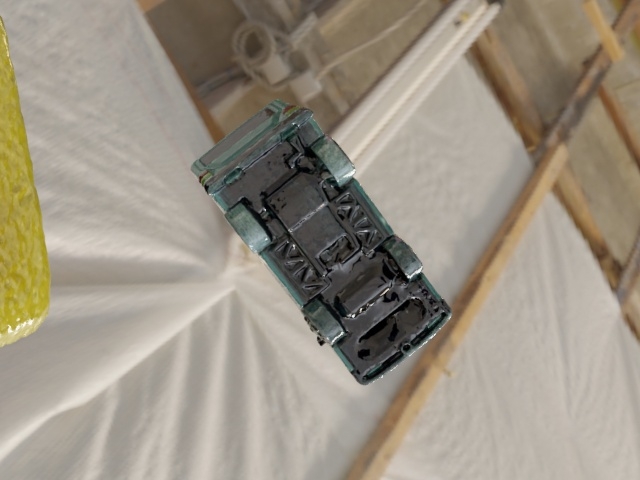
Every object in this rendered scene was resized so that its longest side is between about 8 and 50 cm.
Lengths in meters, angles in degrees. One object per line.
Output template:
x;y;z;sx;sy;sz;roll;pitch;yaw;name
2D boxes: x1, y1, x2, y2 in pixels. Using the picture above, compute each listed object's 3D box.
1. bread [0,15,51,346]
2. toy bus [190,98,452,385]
-0.339;-0.051;0.772;0.333;0.143;0.323;-14;-85;-74;bread
0.000;0.000;0.651;0.160;0.079;0.092;53;176;-21;toy bus
